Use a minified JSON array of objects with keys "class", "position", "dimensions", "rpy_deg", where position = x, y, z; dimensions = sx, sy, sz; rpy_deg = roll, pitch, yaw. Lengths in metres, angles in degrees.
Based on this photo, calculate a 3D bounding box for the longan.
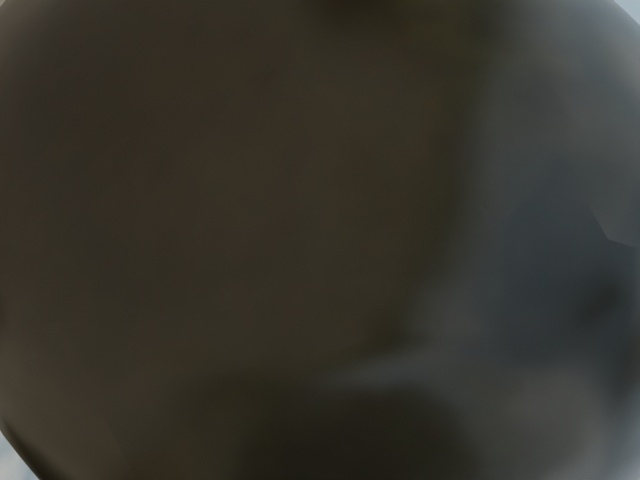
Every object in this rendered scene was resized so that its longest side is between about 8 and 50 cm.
[{"class":"longan","position":[0.000,0.000,0.469],"dimensions":[0.212,0.198,0.198],"rpy_deg":[39,-72,47]}]
